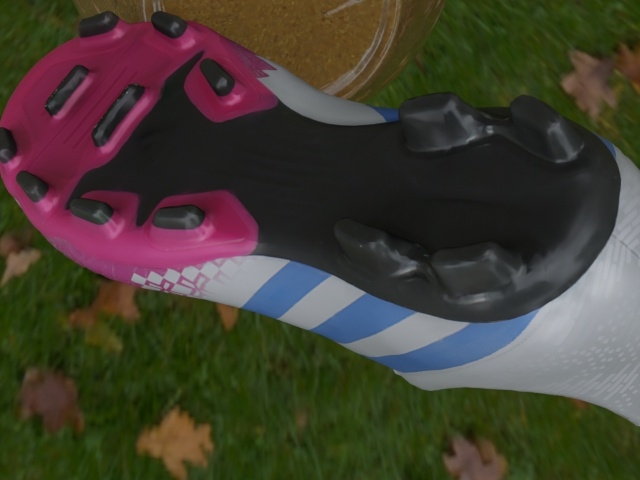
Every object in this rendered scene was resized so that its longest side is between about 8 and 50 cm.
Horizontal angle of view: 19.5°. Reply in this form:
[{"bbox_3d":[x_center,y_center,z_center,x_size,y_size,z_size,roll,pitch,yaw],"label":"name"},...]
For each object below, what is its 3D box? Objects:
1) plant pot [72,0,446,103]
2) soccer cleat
[{"bbox_3d":[-0.027,-0.147,0.950,0.237,0.254,0.237,-1,110,-4],"label":"plant pot"},{"bbox_3d":[0.000,0.000,0.736,0.116,0.331,0.143,-57,134,-16],"label":"soccer cleat"}]
